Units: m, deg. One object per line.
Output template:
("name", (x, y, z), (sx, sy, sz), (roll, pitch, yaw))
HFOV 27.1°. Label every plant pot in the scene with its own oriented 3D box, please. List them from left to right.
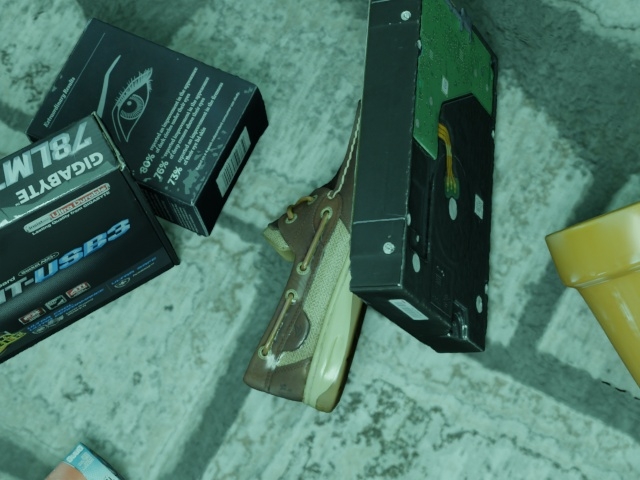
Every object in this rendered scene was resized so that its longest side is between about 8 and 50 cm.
("plant pot", (0.349, 0.048, 1.299), (0.205, 0.205, 0.188), (-20, 87, -3))

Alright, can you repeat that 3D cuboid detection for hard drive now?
("hard drive", (0.108, -0.078, 1.324), (0.064, 0.237, 0.339), (-3, 71, 25))

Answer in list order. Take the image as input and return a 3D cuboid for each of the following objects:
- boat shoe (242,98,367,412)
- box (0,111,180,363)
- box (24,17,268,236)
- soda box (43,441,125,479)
("boat shoe", (0.000, 0.000, 1.369), (0.123, 0.123, 0.342), (13, 79, 7))
("box", (-0.301, 0.024, 1.285), (0.295, 0.293, 0.073), (-29, 72, -7))
("box", (-0.183, -0.121, 1.423), (0.207, 0.108, 0.153), (24, 75, 12))
("soda box", (-0.275, 0.289, 1.314), (0.058, 0.063, 0.183), (39, 78, 15))
